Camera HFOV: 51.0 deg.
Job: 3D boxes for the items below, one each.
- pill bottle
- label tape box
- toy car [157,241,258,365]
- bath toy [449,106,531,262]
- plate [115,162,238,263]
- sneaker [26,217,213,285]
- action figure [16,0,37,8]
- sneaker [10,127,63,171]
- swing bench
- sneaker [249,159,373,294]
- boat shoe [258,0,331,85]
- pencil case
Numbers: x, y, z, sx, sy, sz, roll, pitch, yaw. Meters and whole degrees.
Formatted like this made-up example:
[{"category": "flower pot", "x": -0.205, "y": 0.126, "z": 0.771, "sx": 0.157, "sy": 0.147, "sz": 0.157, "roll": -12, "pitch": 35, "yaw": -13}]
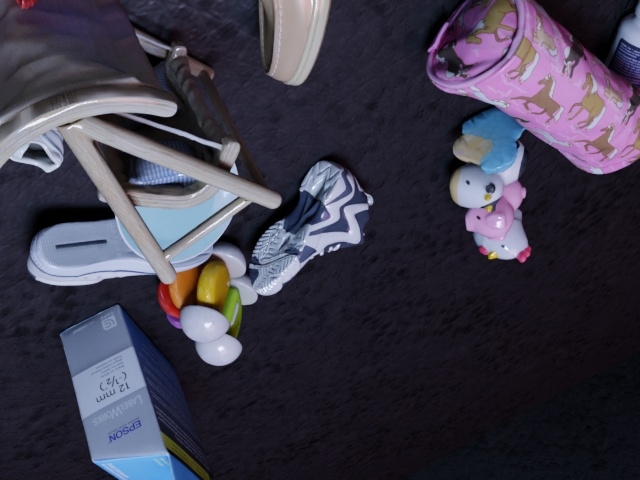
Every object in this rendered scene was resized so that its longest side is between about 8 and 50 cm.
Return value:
[{"category": "pill bottle", "x": 0.513, "y": -0.304, "z": 1.074, "sx": 0.094, "sy": 0.094, "sz": 0.169, "roll": -16, "pitch": 141, "yaw": -18}, {"category": "label tape box", "x": -0.270, "y": 0.309, "z": 1.053, "sx": 0.115, "sy": 0.348, "sz": 0.249, "roll": -25, "pitch": 143, "yaw": -5}, {"category": "toy car", "x": -0.185, "y": 0.098, "z": 1.059, "sx": 0.136, "sy": 0.159, "sz": 0.182, "roll": 3, "pitch": 145, "yaw": 14}, {"category": "bath toy", "x": 0.311, "y": -0.068, "z": 1.186, "sx": 0.151, "sy": 0.129, "sz": 0.348, "roll": -30, "pitch": 144, "yaw": -1}, {"category": "plate", "x": -0.193, "y": -0.060, "z": 0.906, "sx": 0.188, "sy": 0.024, "sz": 0.188, "roll": -20, "pitch": 122, "yaw": -36}, {"category": "sneaker", "x": -0.278, "y": 0.010, "z": 0.938, "sx": 0.258, "sy": 0.094, "sz": 0.091, "roll": 0, "pitch": 164, "yaw": -39}, {"category": "action figure", "x": -0.221, "y": -0.251, "z": 0.572, "sx": 0.280, "sy": 0.139, "sz": 0.091, "roll": 4, "pitch": 129, "yaw": -1}, {"category": "sneaker", "x": -0.350, "y": -0.125, "z": 0.742, "sx": 0.053, "sy": 0.061, "sz": 0.152, "roll": -44, "pitch": 139, "yaw": 20}, {"category": "swing bench", "x": -0.203, "y": -0.133, "z": 0.669, "sx": 0.165, "sy": 0.253, "sz": 0.254, "roll": -36, "pitch": 143, "yaw": 8}, {"category": "sneaker", "x": 0.000, "y": 0.000, "z": 1.068, "sx": 0.153, "sy": 0.094, "sz": 0.235, "roll": 26, "pitch": 95, "yaw": -46}, {"category": "boat shoe", "x": -0.055, "y": -0.319, "z": 0.675, "sx": 0.110, "sy": 0.122, "sz": 0.341, "roll": -10, "pitch": 129, "yaw": -17}, {"category": "pencil case", "x": 0.329, "y": -0.217, "z": 0.963, "sx": 0.386, "sy": 0.167, "sz": 0.160, "roll": 18, "pitch": 142, "yaw": -36}]
